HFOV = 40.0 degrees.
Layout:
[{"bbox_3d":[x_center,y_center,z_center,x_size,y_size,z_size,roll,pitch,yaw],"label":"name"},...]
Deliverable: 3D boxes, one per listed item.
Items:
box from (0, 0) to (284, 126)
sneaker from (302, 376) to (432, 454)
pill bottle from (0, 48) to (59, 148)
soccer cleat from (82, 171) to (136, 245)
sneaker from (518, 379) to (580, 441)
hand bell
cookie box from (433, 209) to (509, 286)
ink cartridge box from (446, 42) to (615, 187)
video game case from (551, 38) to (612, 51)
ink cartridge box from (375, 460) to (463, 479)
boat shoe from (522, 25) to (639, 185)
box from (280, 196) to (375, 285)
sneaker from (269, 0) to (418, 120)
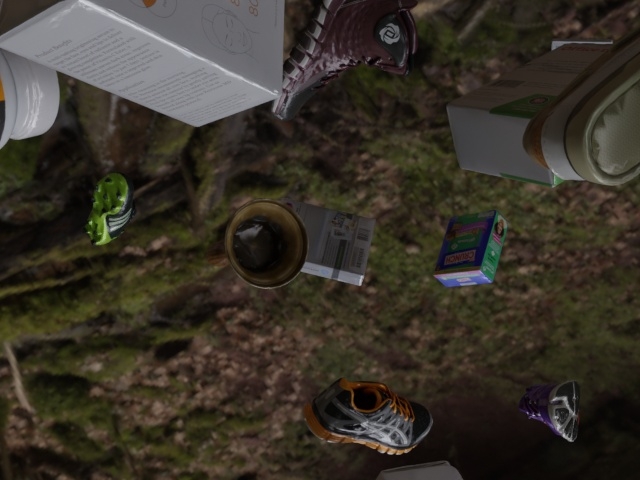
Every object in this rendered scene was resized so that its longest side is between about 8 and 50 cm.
[{"bbox_3d":[-0.112,-0.169,0.583,0.091,0.130,0.170,-12,159,39],"label":"box"},{"bbox_3d":[0.081,0.237,1.211,0.215,0.084,0.083,12,124,-38],"label":"sneaker"},{"bbox_3d":[-0.451,-0.164,0.997,0.278,0.162,0.162,-22,162,-48],"label":"pill bottle"},{"bbox_3d":[-0.307,-0.054,1.324,0.072,0.060,0.179,-29,168,-38],"label":"soccer cleat"},{"bbox_3d":[0.265,0.196,1.024,0.071,0.068,0.170,1,170,17],"label":"sneaker"},{"bbox_3d":[-0.125,0.013,1.318,0.126,0.126,0.242,-26,-173,-26],"label":"hand bell"},{"bbox_3d":[0.229,0.013,1.338,0.092,0.107,0.040,-10,143,47],"label":"cookie box"},{"bbox_3d":[0.291,-0.159,1.064,0.219,0.092,0.160,-28,-153,-26],"label":"ink cartridge box"},{"bbox_3d":[0.395,-0.250,1.340,0.011,0.087,0.122,-65,154,-47],"label":"video game case"},{"bbox_3d":[0.106,0.436,1.078,0.115,0.198,0.273,2,128,-32],"label":"ink cartridge box"},{"bbox_3d":[0.310,-0.155,0.790,0.302,0.113,0.103,-30,-159,-18],"label":"boat shoe"},{"bbox_3d":[0.000,0.000,1.640,0.038,0.186,0.145,104,0,-49],"label":"box"},{"bbox_3d":[0.044,-0.257,1.282,0.281,0.162,0.106,-57,-179,34],"label":"sneaker"}]
